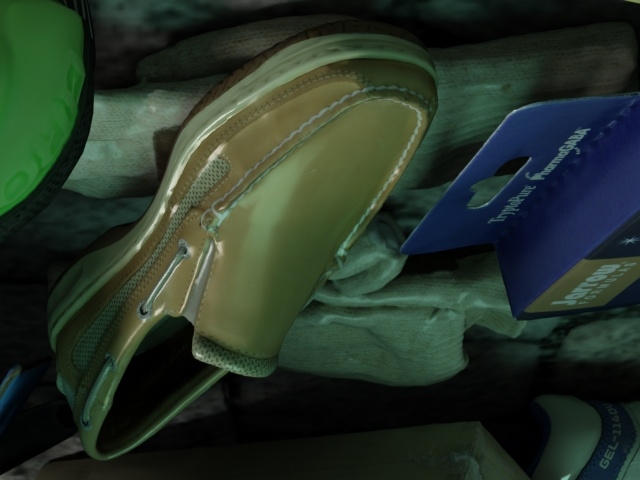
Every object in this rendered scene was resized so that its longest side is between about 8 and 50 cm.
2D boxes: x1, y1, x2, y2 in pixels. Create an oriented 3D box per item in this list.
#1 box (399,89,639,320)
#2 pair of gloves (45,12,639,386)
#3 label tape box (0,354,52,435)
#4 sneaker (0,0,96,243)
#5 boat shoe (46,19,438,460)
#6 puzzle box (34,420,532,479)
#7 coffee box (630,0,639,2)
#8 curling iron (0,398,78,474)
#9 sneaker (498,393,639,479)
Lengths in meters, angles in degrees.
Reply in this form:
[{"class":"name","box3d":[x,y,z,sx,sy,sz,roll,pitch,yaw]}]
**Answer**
[{"class":"box","box3d":[0.149,-0.017,0.588,0.225,0.036,0.136,-7,163,-16]},{"class":"pair of gloves","box3d":[0.000,0.000,0.662,0.204,0.042,0.240,0,152,-6]},{"class":"label tape box","box3d":[-0.228,0.165,0.653,0.106,0.333,0.240,29,174,-4]},{"class":"sneaker","box3d":[-0.240,-0.018,0.493,0.483,0.185,0.202,-10,160,33]},{"class":"boat shoe","box3d":[-0.023,0.010,0.565,0.068,0.072,0.190,14,140,-28]},{"class":"puzzle box","box3d":[0.068,0.235,0.907,0.272,0.052,0.409,-10,134,38]},{"class":"coffee box","box3d":[0.157,-0.118,0.459,0.113,0.040,0.184,8,150,-23]},{"class":"curling iron","box3d":[-0.191,0.122,0.874,0.068,0.035,0.274,12,149,-34]},{"class":"sneaker","box3d":[0.105,0.155,0.919,0.131,0.112,0.296,18,141,-11]}]
